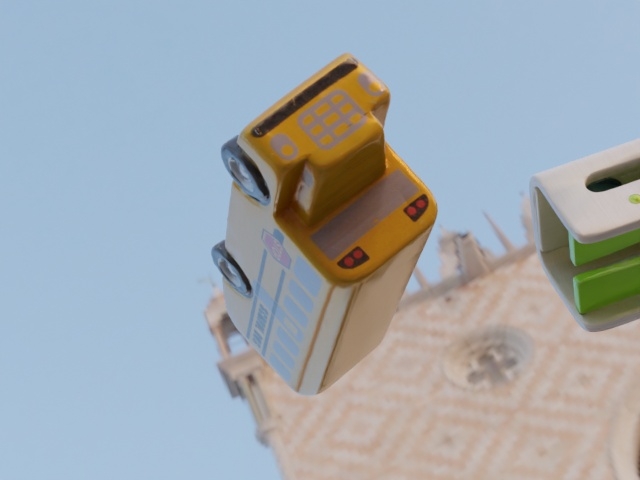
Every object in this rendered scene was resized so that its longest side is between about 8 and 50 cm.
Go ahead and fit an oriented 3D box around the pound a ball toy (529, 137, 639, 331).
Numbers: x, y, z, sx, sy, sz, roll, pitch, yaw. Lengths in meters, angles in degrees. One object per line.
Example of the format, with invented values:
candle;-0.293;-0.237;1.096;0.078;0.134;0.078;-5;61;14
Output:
pound a ball toy;0.346;-0.077;1.260;0.319;0.136;0.208;-20;-47;-6

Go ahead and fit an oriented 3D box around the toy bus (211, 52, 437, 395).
toy bus;0.000;0.000;1.084;0.108;0.130;0.333;-37;-15;-20
